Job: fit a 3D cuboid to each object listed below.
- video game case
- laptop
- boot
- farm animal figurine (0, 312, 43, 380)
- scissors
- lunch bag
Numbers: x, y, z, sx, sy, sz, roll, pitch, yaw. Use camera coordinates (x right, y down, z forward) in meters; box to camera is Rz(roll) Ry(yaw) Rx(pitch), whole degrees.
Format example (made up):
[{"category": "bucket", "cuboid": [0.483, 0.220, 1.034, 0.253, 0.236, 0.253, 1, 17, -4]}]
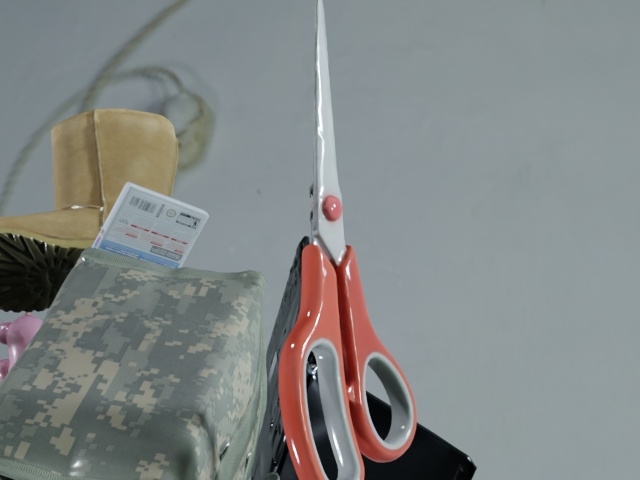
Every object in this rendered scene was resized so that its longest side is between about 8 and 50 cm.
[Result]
[{"category": "video game case", "cuboid": [-0.157, 0.016, 1.176, 0.011, 0.087, 0.122, 39, 103, 46]}, {"category": "laptop", "cuboid": [0.025, 0.173, 1.241, 0.137, 0.234, 0.264, 9, 36, -11]}, {"category": "boot", "cuboid": [-0.256, -0.039, 1.375, 0.236, 0.089, 0.269, 5, 33, -13]}, {"category": "farm animal figurine", "cuboid": [-0.313, 0.233, 1.313, 0.330, 0.172, 0.326, 39, 81, -24]}, {"category": "scissors", "cuboid": [0.000, 0.000, 0.793, 0.021, 0.109, 0.297, -8, 93, 42]}, {"category": "lunch bag", "cuboid": [-0.127, 0.192, 0.956, 0.169, 0.287, 0.235, 9, 35, 10]}]
